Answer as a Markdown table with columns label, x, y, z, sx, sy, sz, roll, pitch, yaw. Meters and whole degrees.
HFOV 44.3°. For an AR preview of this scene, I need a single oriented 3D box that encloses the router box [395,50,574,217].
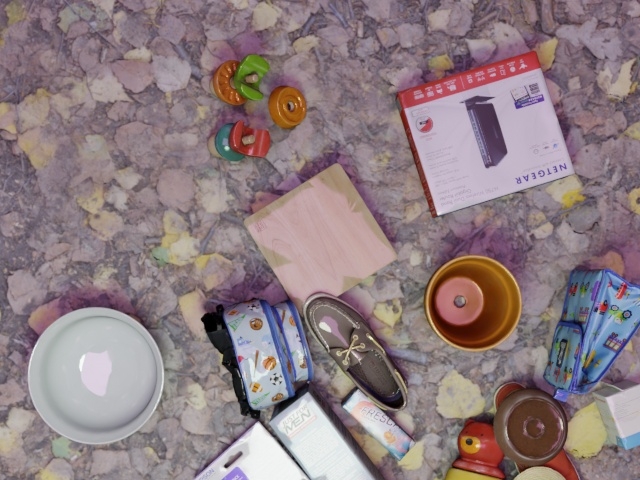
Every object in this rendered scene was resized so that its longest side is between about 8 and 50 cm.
| label | x | y | z | sx | sy | sz | roll | pitch | yaw |
| --- | --- | --- | --- | --- | --- | --- | --- | --- | --- |
| router box | 0.378 | -0.244 | 1.824 | 0.335 | 0.082 | 0.301 | -18 | 87 | -2 |

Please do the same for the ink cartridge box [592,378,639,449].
| label | x | y | z | sx | sy | sz | roll | pitch | yaw |
| --- | --- | --- | --- | --- | --- | --- | --- | --- | --- |
| ink cartridge box | 0.691 | 0.385 | 1.788 | 0.089 | 0.092 | 0.143 | -20 | 88 | -2 |

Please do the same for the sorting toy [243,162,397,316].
| label | x | y | z | sx | sy | sz | roll | pitch | yaw |
| --- | --- | --- | --- | --- | --- | --- | --- | --- | --- |
| sorting toy | 0.000 | 0.000 | 1.803 | 0.255 | 0.089 | 0.257 | -32 | 87 | -2 |

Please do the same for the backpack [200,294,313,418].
| label | x | y | z | sx | sy | sz | roll | pitch | yaw |
| --- | --- | --- | --- | --- | --- | --- | --- | --- | --- |
| backpack | -0.125 | 0.245 | 1.702 | 0.213 | 0.263 | 0.277 | -22 | 86 | -2 |

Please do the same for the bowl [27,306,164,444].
| label | x | y | z | sx | sy | sz | roll | pitch | yaw |
| --- | --- | --- | --- | --- | --- | --- | --- | --- | --- |
| bowl | -0.487 | 0.296 | 1.760 | 0.297 | 0.134 | 0.298 | 0 | 87 | -1 |

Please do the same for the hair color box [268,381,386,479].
| label | x | y | z | sx | sy | sz | roll | pitch | yaw |
| --- | --- | --- | --- | --- | --- | --- | --- | --- | --- |
| hair color box | 0.046 | 0.500 | 1.728 | 0.113 | 0.185 | 0.374 | -37 | 88 | -2 |

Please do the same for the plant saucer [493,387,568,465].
| label | x | y | z | sx | sy | sz | roll | pitch | yaw |
| --- | --- | --- | --- | --- | --- | --- | --- | --- | --- |
| plant saucer | 0.464 | 0.408 | 1.716 | 0.168 | 0.029 | 0.169 | 0 | 82 | -3 |

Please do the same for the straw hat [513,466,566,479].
| label | x | y | z | sx | sy | sz | roll | pitch | yaw |
| --- | --- | --- | --- | --- | --- | --- | --- | --- | --- |
| straw hat | 0.485 | 0.570 | 1.713 | 0.144 | 0.061 | 0.145 | -2 | 109 | -6 |

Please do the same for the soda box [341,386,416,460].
| label | x | y | z | sx | sy | sz | roll | pitch | yaw |
| --- | --- | --- | --- | --- | --- | --- | --- | --- | --- |
| soda box | 0.131 | 0.416 | 1.795 | 0.183 | 0.063 | 0.058 | 43 | 88 | 2 |

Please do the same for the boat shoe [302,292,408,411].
| label | x | y | z | sx | sy | sz | roll | pitch | yaw |
| --- | --- | --- | --- | --- | --- | --- | --- | --- | --- |
| boat shoe | 0.083 | 0.250 | 1.742 | 0.116 | 0.097 | 0.324 | -38 | 106 | 2 |

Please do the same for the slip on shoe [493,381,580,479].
| label | x | y | z | sx | sy | sz | roll | pitch | yaw |
| --- | --- | --- | --- | --- | --- | --- | --- | --- | --- |
| slip on shoe | 0.497 | 0.479 | 1.778 | 0.123 | 0.101 | 0.331 | -26 | 89 | -4 |

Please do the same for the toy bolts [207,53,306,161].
| label | x | y | z | sx | sy | sz | roll | pitch | yaw |
| --- | --- | --- | --- | --- | --- | --- | --- | --- | --- |
| toy bolts | -0.170 | -0.283 | 1.821 | 0.218 | 0.158 | 0.229 | 24 | 73 | -39 |

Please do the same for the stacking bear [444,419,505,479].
| label | x | y | z | sx | sy | sz | roll | pitch | yaw |
| --- | --- | --- | --- | --- | --- | --- | --- | --- | --- |
| stacking bear | 0.342 | 0.548 | 1.747 | 0.164 | 0.175 | 0.289 | 26 | 72 | -42 |

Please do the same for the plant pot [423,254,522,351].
| label | x | y | z | sx | sy | sz | roll | pitch | yaw |
| --- | --- | --- | --- | --- | --- | --- | --- | --- | --- |
| plant pot | 0.324 | 0.136 | 1.750 | 0.205 | 0.188 | 0.205 | 0 | 88 | 0 |

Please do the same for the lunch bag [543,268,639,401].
| label | x | y | z | sx | sy | sz | roll | pitch | yaw |
| --- | --- | --- | --- | --- | --- | --- | --- | --- | --- |
| lunch bag | 0.590 | 0.221 | 1.731 | 0.138 | 0.221 | 0.293 | 25 | 87 | 1 |

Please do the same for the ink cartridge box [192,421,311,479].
| label | x | y | z | sx | sy | sz | roll | pitch | yaw |
| --- | --- | --- | --- | --- | --- | --- | --- | --- | --- |
| ink cartridge box | -0.148 | 0.553 | 1.793 | 0.206 | 0.045 | 0.208 | -41 | 90 | -3 |
